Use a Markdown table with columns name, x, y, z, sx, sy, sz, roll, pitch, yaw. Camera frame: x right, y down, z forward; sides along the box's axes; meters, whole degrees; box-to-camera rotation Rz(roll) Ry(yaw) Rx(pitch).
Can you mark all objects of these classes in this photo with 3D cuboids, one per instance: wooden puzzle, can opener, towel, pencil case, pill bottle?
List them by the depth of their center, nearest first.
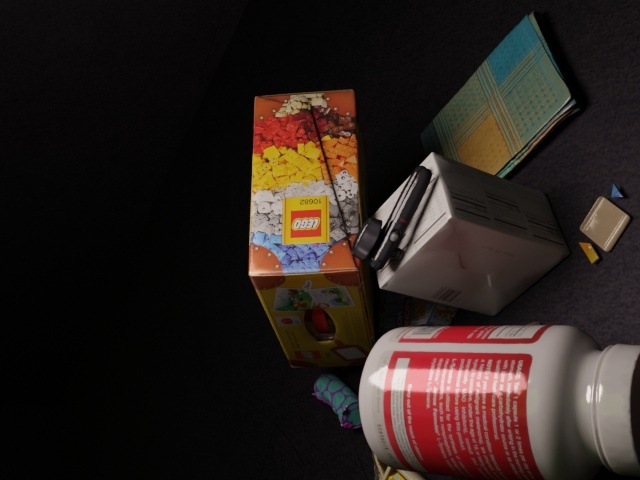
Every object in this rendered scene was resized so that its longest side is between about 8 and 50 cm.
| name | x | y | z | sx | sy | sz | roll | pitch | yaw |
| --- | --- | --- | --- | --- | --- | --- | --- | --- | --- |
| pill bottle | 0.280 | 0.239 | 1.250 | 0.408 | 0.229 | 0.229 | -5 | 71 | 38 |
| can opener | 0.124 | -0.036 | 1.361 | 0.186 | 0.073 | 0.059 | -57 | 25 | 14 |
| wooden puzzle | 0.457 | -0.025 | 1.367 | 0.116 | 0.014 | 0.078 | -59 | 37 | 26 |
| towel | 0.335 | -0.232 | 1.654 | 0.370 | 0.040 | 0.271 | -49 | 37 | 40 |
| pencil case | 0.042 | 0.346 | 1.846 | 0.070 | 0.064 | 0.152 | -48 | 30 | -4 |

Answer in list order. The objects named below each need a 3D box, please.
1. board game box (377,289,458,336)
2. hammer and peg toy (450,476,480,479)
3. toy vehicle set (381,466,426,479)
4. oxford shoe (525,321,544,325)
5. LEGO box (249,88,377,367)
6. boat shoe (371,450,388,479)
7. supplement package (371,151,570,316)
| name | x | y | z | sx | sy | sz | roll | pitch | yaw |
| --- | --- | --- | --- | --- | --- | --- | --- | --- | --- |
| board game box | 0.191 | 0.172 | 1.680 | 0.194 | 0.060 | 0.194 | -21 | 58 | 56 |
| hammer and peg toy | 0.296 | 0.507 | 1.233 | 0.361 | 0.127 | 0.265 | 24 | 86 | 54 |
| toy vehicle set | 0.182 | 0.531 | 1.499 | 0.267 | 0.035 | 0.166 | 35 | 107 | 49 |
| oxford shoe | 0.290 | 0.223 | 1.474 | 0.271 | 0.097 | 0.098 | -32 | 32 | 42 |
| LEGO box | 0.000 | 0.000 | 1.693 | 0.500 | 0.193 | 0.372 | 76 | -167 | -63 |
| boat shoe | 0.125 | 0.463 | 1.656 | 0.049 | 0.056 | 0.152 | -50 | 37 | 28 |
| supplement package | 0.246 | -0.003 | 1.460 | 0.204 | 0.262 | 0.145 | -48 | 38 | 38 |
